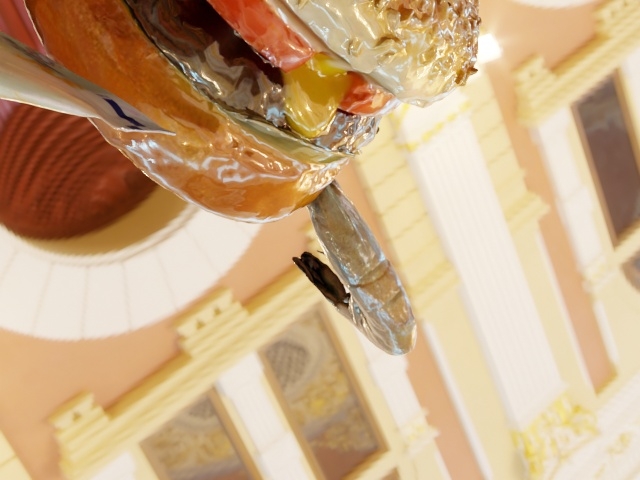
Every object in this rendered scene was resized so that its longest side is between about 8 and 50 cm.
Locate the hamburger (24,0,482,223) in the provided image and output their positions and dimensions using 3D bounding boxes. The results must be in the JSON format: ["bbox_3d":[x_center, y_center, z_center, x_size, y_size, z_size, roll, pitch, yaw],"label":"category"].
[{"bbox_3d":[-0.044,-0.200,0.917,0.250,0.330,0.330,-36,-160,26],"label":"hamburger"}]

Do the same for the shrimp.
[{"bbox_3d":[0.000,0.000,1.185,0.051,0.262,0.198,-37,-157,-19],"label":"shrimp"}]

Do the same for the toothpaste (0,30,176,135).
[{"bbox_3d":[-0.225,-0.115,0.623,0.314,0.056,0.058,24,-129,10],"label":"toothpaste"}]
